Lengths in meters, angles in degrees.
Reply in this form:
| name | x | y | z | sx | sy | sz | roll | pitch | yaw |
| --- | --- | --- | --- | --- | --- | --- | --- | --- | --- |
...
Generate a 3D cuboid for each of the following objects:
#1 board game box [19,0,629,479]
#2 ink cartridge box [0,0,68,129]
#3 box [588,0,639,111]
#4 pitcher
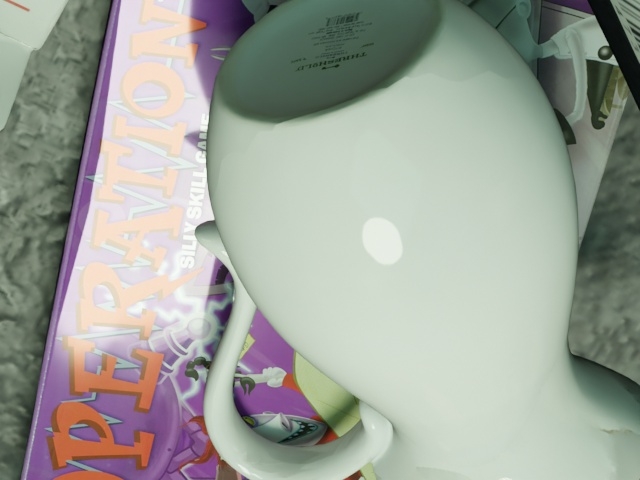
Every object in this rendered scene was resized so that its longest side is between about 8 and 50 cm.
| name | x | y | z | sx | sy | sz | roll | pitch | yaw |
| --- | --- | --- | --- | --- | --- | --- | --- | --- | --- |
| board game box | 0.000 | 0.000 | 0.760 | 0.208 | 0.056 | 0.347 | 11 | 114 | -6 |
| ink cartridge box | -0.115 | -0.137 | 0.610 | 0.104 | 0.180 | 0.060 | 24 | 147 | -16 |
| box | 0.290 | -0.143 | 0.602 | 0.395 | 0.212 | 0.293 | -31 | 114 | 0 |
| pitcher | 0.015 | 0.015 | 0.688 | 0.177 | 0.125 | 0.207 | -12 | 128 | 17 |
